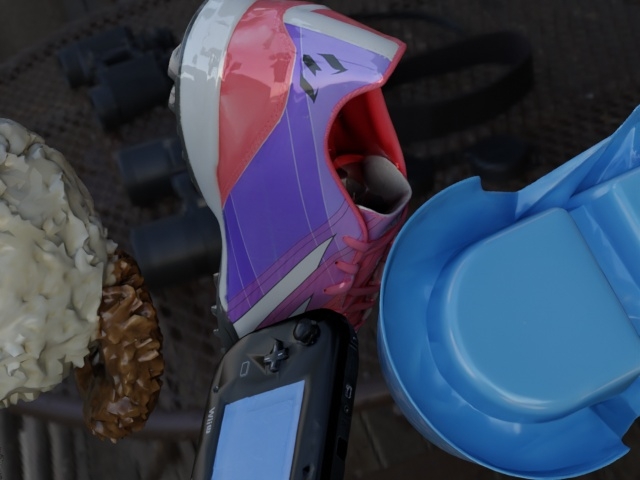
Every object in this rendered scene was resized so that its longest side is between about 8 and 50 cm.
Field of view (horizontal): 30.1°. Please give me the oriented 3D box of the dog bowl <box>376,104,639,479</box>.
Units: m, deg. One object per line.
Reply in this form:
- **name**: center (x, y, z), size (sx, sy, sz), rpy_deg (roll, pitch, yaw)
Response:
- **dog bowl**: center (0.162, 0.026, 0.674), size (0.297, 0.074, 0.166), rpy_deg (-24, 79, -18)

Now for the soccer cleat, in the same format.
- **soccer cleat**: center (0.000, 0.000, 0.701), size (0.116, 0.318, 0.108), rpy_deg (13, 48, 21)

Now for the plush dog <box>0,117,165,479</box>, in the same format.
- **plush dog**: center (-0.191, 0.039, 0.489), size (0.225, 0.262, 0.210), rpy_deg (-49, 7, -14)

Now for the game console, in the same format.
- **game console**: center (-0.055, 0.200, 0.582), size (0.213, 0.044, 0.361), rpy_deg (-15, 49, 32)
